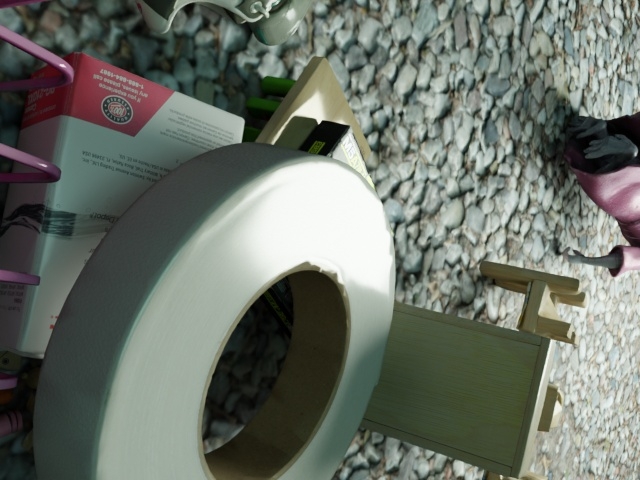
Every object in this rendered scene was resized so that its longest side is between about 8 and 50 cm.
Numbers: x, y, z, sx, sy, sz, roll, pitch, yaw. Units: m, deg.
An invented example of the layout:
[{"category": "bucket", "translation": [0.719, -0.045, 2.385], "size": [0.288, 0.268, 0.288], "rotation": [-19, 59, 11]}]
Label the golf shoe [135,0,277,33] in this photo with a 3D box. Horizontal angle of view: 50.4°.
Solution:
[{"category": "golf shoe", "translation": [-0.055, -0.272, 0.663], "size": [0.273, 0.105, 0.120], "rotation": [-11, 105, -17]}]

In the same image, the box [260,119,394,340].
[{"category": "box", "translation": [0.000, 0.000, 0.746], "size": [0.184, 0.045, 0.191], "rotation": [-58, 143, -24]}]

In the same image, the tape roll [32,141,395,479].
[{"category": "tape roll", "translation": [-0.058, 0.110, 0.598], "size": [0.392, 0.072, 0.392], "rotation": [-29, 127, -47]}]

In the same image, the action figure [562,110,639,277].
[{"category": "action figure", "translation": [0.583, -0.063, 1.212], "size": [0.370, 0.275, 0.248], "rotation": [53, 54, -18]}]

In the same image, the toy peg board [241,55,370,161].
[{"category": "toy peg board", "translation": [-0.036, -0.095, 0.761], "size": [0.161, 0.079, 0.161], "rotation": [-59, 144, -19]}]

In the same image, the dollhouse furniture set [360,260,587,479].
[{"category": "dollhouse furniture set", "translation": [0.194, 0.200, 0.952], "size": [0.394, 0.256, 0.362], "rotation": [29, 75, -63]}]

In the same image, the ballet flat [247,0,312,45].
[{"category": "ballet flat", "translation": [-0.018, -0.305, 0.755], "size": [0.213, 0.072, 0.068], "rotation": [-60, 157, -19]}]

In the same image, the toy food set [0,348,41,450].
[{"category": "toy food set", "translation": [-0.275, 0.130, 0.590], "size": [0.078, 0.019, 0.122], "rotation": [-53, 127, -25]}]

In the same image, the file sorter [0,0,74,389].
[{"category": "file sorter", "translation": [-0.276, -0.060, 0.399], "size": [0.202, 0.182, 0.291], "rotation": [21, 73, -61]}]

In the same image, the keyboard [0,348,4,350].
[{"category": "keyboard", "translation": [-0.266, 0.058, 0.584], "size": [0.256, 0.014, 0.072], "rotation": [2, 81, -43]}]

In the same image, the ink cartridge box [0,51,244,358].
[{"category": "ink cartridge box", "translation": [-0.175, -0.014, 0.596], "size": [0.172, 0.100, 0.237], "rotation": [16, 78, -43]}]
